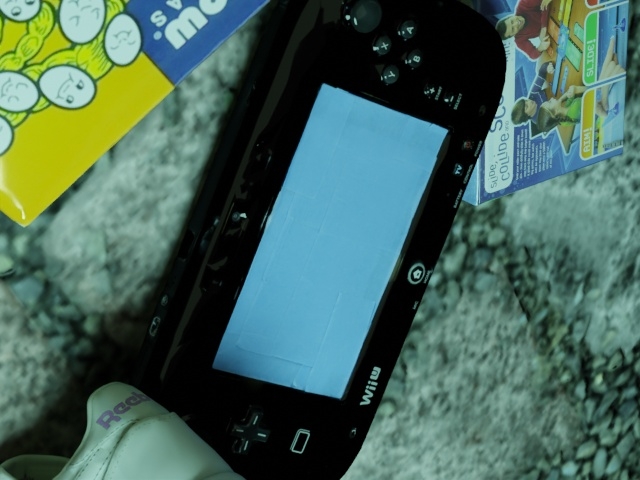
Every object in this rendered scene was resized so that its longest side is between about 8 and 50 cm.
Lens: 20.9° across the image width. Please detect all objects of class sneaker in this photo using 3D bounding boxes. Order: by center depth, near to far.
[{"bbox_3d":[-0.144,0.212,0.982,0.305,0.152,0.114,-54,155,22],"label":"sneaker"}]

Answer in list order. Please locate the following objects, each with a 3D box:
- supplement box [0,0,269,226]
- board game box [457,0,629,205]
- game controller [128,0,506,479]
[{"bbox_3d":[-0.183,-0.210,0.665,0.194,0.195,0.356,-43,129,0],"label":"supplement box"},{"bbox_3d":[0.138,-0.136,1.107,0.136,0.035,0.201,-19,119,-33],"label":"board game box"},{"bbox_3d":[0.000,0.000,1.017,0.166,0.067,0.319,18,97,-29],"label":"game controller"}]
